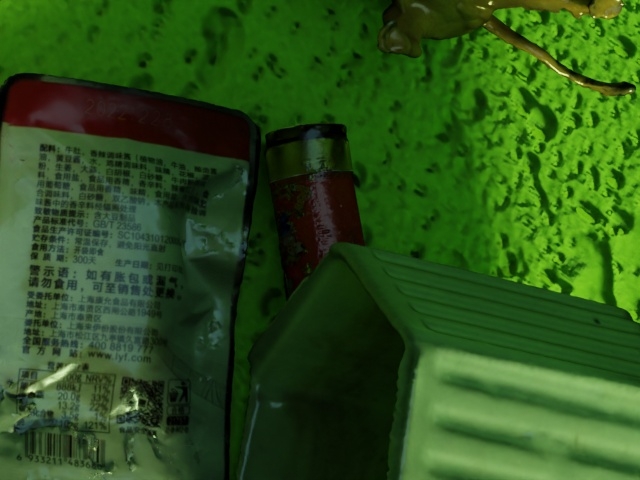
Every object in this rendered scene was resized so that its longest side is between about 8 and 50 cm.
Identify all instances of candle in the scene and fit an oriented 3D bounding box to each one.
[{"bbox_3d":[0.000,0.000,1.116,0.052,0.052,0.131,-6,85,-22],"label":"candle"}]

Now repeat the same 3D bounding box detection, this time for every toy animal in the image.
[{"bbox_3d":[0.076,-0.149,1.157,0.255,0.116,0.114,39,93,-17],"label":"toy animal"}]

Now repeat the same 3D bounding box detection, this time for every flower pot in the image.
[{"bbox_3d":[0.072,0.134,1.033,0.189,0.209,0.239,14,75,-21],"label":"flower pot"}]

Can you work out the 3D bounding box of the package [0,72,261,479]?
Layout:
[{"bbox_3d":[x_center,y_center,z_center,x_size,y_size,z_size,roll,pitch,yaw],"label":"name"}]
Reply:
[{"bbox_3d":[-0.111,0.033,1.077,0.154,0.030,0.239,8,82,-21],"label":"package"}]
